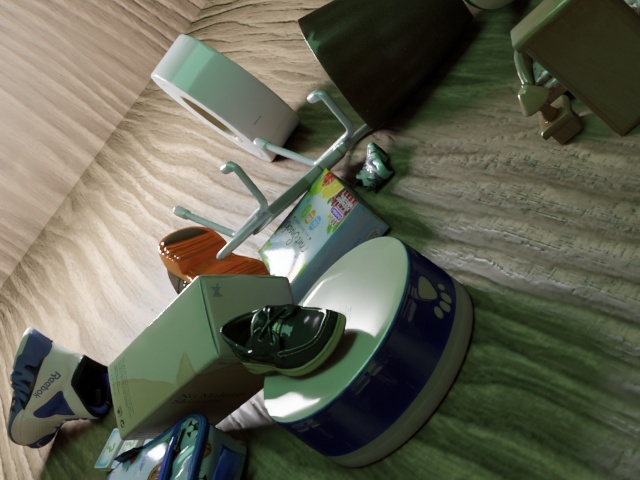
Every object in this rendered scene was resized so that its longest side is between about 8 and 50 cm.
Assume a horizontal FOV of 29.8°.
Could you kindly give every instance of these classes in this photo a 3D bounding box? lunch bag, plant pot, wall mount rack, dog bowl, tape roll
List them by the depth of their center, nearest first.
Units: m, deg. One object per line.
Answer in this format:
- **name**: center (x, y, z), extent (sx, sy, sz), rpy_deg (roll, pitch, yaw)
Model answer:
- **dog bowl**: center (0.053, 0.129, 1.431), extent (0.265, 0.104, 0.265), rpy_deg (-44, 23, 24)
- **lunch bag**: center (-0.212, 0.377, 1.596), extent (0.243, 0.115, 0.303), rpy_deg (-36, 28, 34)
- **plant pot**: center (0.119, -0.327, 1.904), extent (0.230, 0.215, 0.215), rpy_deg (-34, 25, 11)
- **wall mount rack**: center (-0.090, -0.107, 1.958), extent (0.350, 0.130, 0.304), rpy_deg (-42, 2, -26)
- **tape roll**: center (-0.179, -0.267, 2.282), extent (0.100, 0.286, 0.286), rpy_deg (-54, 21, -4)

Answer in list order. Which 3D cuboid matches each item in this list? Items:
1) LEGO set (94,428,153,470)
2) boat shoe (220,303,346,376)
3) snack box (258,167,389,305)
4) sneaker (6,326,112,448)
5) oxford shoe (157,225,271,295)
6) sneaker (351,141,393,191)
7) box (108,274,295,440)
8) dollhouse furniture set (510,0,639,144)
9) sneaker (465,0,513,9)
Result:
- **LEGO set**: center (-0.292, 0.267, 2.008), extent (0.182, 0.060, 0.244), rpy_deg (-14, 44, 53)
- **boat shoe**: center (-0.052, 0.113, 1.424), extent (0.223, 0.073, 0.080), rpy_deg (-18, 43, 59)
- **snack box**: center (0.000, 0.000, 1.787), extent (0.174, 0.070, 0.207), rpy_deg (-51, 20, 6)
- **sneaker**: center (-0.481, 0.303, 2.256), extent (0.315, 0.182, 0.127), rpy_deg (106, -177, -49)
- **oxford shoe**: center (-0.143, 0.099, 1.907), extent (0.130, 0.132, 0.364), rpy_deg (-22, 31, -16)
- **sneaker**: center (0.072, -0.108, 1.847), extent (0.069, 0.038, 0.098), rpy_deg (-46, 22, 18)
- **box**: center (-0.165, 0.167, 1.673), extent (0.311, 0.148, 0.121), rpy_deg (-43, 54, 47)
- **dollhouse furniture set**: center (0.329, -0.307, 1.433), extent (0.303, 0.174, 0.355), rpy_deg (-41, 25, 29)
- **sneaker**: center (0.249, -0.440, 1.889), extent (0.148, 0.131, 0.350), rpy_deg (-40, 17, 40)
